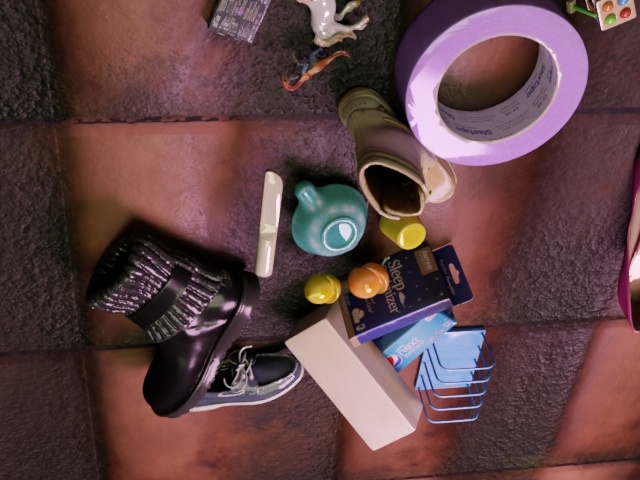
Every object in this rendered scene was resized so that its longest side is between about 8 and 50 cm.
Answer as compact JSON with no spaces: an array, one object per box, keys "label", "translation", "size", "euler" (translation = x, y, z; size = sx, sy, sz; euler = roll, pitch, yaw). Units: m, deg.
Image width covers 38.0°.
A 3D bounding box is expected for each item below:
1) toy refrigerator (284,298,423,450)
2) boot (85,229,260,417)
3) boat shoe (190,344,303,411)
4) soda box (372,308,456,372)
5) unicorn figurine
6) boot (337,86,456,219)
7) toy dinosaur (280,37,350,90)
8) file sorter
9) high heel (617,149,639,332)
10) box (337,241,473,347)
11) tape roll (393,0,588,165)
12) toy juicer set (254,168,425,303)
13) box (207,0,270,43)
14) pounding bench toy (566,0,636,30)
[{"label":"toy refrigerator","translation":[0.065,0.244,1.713],"size":[0.102,0.094,0.269],"euler":[-33,101,28]},{"label":"boot","translation":[-0.292,0.148,1.599],"size":[0.260,0.131,0.348],"euler":[18,115,-33]},{"label":"boat shoe","translation":[-0.161,0.256,1.756],"size":[0.255,0.095,0.079],"euler":[-10,144,9]},{"label":"soda box","translation":[0.155,0.182,1.764],"size":[0.067,0.071,0.210],"euler":[30,120,-30]},{"label":"unicorn figurine","translation":[0.005,-0.334,1.282],"size":[0.111,0.060,0.161],"euler":[-19,124,-8]},{"label":"boot","translation":[0.134,-0.097,1.422],"size":[0.095,0.203,0.262],"euler":[-35,127,19]},{"label":"toy dinosaur","translation":[-0.018,-0.251,1.347],"size":[0.047,0.090,0.082],"euler":[44,68,-48]},{"label":"file sorter","translation":[0.266,0.268,1.842],"size":[0.118,0.104,0.170],"euler":[-3,131,-10]},{"label":"high heel","translation":[0.586,-0.018,1.588],"size":[0.127,0.181,0.377],"euler":[6,135,16]},{"label":"box","translation":[0.142,0.087,1.633],"size":[0.225,0.136,0.036],"euler":[-23,137,8]},{"label":"tape roll","translation":[0.252,-0.247,1.393],"size":[0.275,0.090,0.274],"euler":[-5,131,-6]},{"label":"toy juicer set","translation":[0.000,0.000,1.548],"size":[0.329,0.089,0.209],"euler":[15,114,-31]},{"label":"box","translation":[-0.113,-0.322,1.298],"size":[0.067,0.018,0.083],"euler":[13,127,-22]},{"label":"pounding bench toy","translation":[0.406,-0.341,1.355],"size":[0.083,0.065,0.052],"euler":[-22,132,9]}]
